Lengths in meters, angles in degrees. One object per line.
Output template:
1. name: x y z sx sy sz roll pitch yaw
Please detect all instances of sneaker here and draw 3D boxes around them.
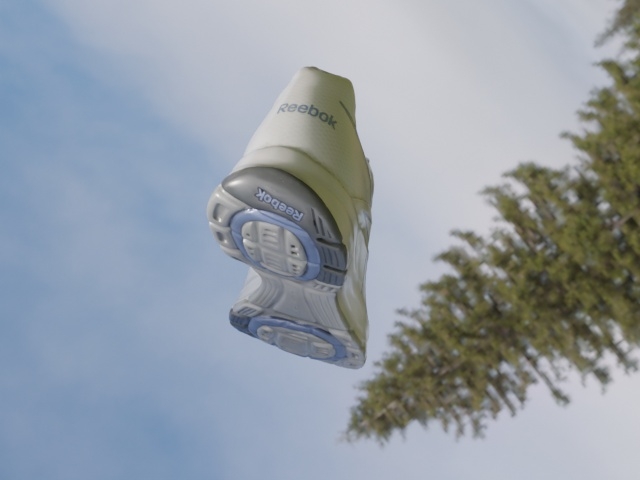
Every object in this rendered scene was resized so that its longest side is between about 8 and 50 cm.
1. sneaker: 0.000 0.000 0.698 0.111 0.297 0.129 18 -117 7
